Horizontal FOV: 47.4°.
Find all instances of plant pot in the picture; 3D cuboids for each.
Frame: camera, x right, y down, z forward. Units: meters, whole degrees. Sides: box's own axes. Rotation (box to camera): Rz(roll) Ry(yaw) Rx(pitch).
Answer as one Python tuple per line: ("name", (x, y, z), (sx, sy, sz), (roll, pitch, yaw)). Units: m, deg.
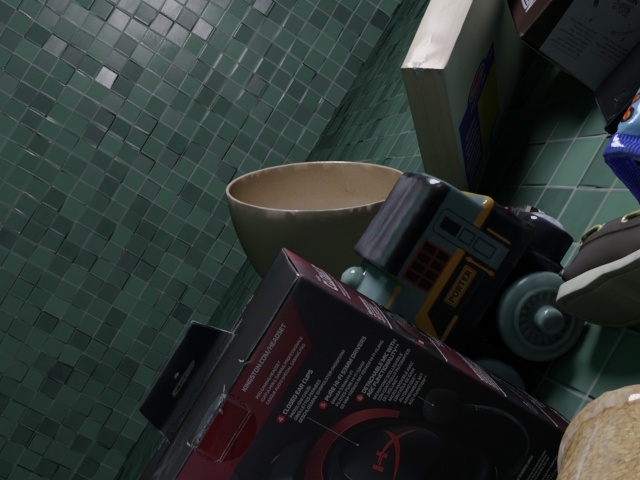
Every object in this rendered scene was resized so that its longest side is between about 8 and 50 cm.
("plant pot", (0.000, 0.000, 1.150), (0.284, 0.284, 0.191), (-94, 2, -70))

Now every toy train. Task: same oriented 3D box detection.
("toy train", (0.083, 0.100, 0.646), (0.334, 0.190, 0.142), (-58, 12, 3))

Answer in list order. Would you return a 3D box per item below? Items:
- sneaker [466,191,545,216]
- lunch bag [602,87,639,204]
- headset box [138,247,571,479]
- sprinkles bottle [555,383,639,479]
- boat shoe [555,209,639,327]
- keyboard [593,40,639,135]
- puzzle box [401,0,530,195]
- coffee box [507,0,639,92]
("sneaker", (0.181, -0.018, 0.814), (0.063, 0.074, 0.170), (-60, 12, -8))
("lunch bag", (0.302, -0.071, 0.267), (0.293, 0.138, 0.221), (12, 64, 52))
("headset box", (0.019, 0.159, 0.515), (0.218, 0.293, 0.110), (-59, 12, 3))
("sprinkles bottle", (0.103, 0.183, 0.238), (0.121, 0.121, 0.355), (-50, -8, 35))
("boat shoe", (0.245, 0.003, 0.493), (0.069, 0.081, 0.228), (-68, 12, -21))
("keyboard", (0.372, -0.216, 0.644), (0.317, 0.033, 0.201), (-53, 7, 30))
("puzzle box", (0.212, -0.265, 0.951), (0.409, 0.052, 0.272), (-65, -28, -28))
("coffee box", (0.350, -0.331, 0.795), (0.297, 0.118, 0.168), (-52, 14, 30))
